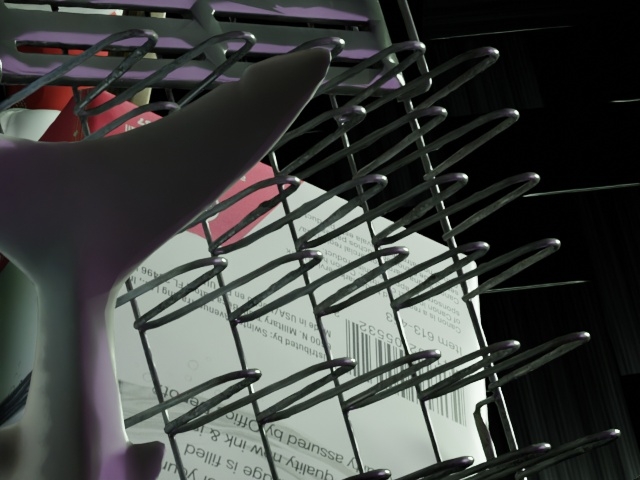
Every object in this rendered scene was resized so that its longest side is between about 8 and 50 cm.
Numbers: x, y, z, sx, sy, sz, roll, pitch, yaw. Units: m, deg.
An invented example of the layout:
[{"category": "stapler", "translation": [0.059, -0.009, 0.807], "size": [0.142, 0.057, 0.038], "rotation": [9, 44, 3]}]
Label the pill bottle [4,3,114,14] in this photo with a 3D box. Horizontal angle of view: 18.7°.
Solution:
[{"category": "pill bottle", "translation": [-0.129, -0.165, 0.918], "size": [0.215, 0.117, 0.117], "rotation": [-111, -164, -74]}]

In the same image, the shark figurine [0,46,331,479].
[{"category": "shark figurine", "translation": [-0.042, 0.106, 0.438], "size": [0.166, 0.116, 0.278], "rotation": [84, 13, -58]}]

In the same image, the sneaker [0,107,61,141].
[{"category": "sneaker", "translation": [-0.088, 0.069, 0.792], "size": [0.111, 0.129, 0.297], "rotation": [93, -13, -56]}]

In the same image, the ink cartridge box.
[{"category": "ink cartridge box", "translation": [-0.035, 0.088, 0.646], "size": [0.100, 0.172, 0.237], "rotation": [-47, -150, 37]}]

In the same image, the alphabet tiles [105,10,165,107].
[{"category": "alphabet tiles", "translation": [-0.120, 0.026, 1.012], "size": [0.285, 0.011, 0.342], "rotation": [-116, -143, -73]}]

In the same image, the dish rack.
[{"category": "dish rack", "translation": [0.000, 0.000, 0.585], "size": [0.074, 0.208, 0.271], "rotation": [-29, -107, 39]}]

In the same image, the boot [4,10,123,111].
[{"category": "boot", "translation": [-0.159, -0.043, 1.233], "size": [0.176, 0.088, 0.244], "rotation": [-98, -172, -46]}]
